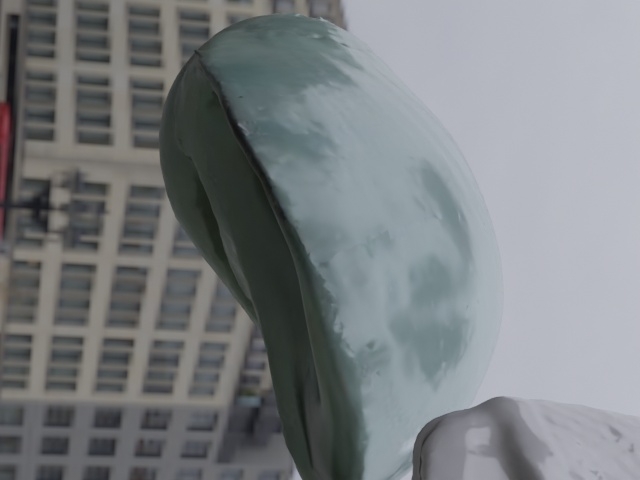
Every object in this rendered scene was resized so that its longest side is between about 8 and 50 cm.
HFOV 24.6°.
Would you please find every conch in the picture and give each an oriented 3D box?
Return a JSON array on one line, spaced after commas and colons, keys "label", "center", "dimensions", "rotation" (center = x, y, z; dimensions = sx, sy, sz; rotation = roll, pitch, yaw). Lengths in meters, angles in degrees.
[{"label": "conch", "center": [0.004, -0.004, 0.580], "dimensions": [0.185, 0.121, 0.221], "rotation": [48, 10, -43]}]

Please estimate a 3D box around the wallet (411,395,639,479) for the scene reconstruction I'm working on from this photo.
[{"label": "wallet", "center": [0.113, 0.101, 0.398], "dimensions": [0.124, 0.183, 0.032], "rotation": [-86, -169, -47]}]
